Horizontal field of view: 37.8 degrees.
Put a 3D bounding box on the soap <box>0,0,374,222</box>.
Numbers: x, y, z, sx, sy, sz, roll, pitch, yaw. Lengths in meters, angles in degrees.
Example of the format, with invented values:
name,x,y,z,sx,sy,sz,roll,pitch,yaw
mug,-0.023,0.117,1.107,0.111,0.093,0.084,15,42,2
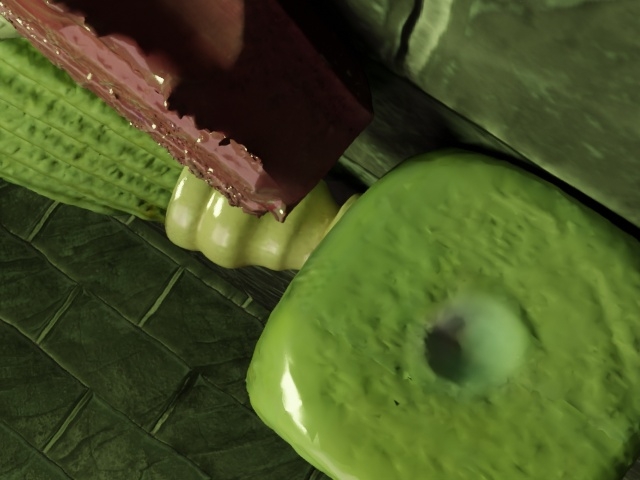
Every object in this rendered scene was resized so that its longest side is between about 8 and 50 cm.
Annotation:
name,x,y,z,sx,sy,sz,roll,pitch,yaw
soap,-0.117,-0.155,0.654,0.325,0.127,0.220,38,169,-9

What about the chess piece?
name,x,y,z,sx,sy,sz,roll,pitch,yaw
chess piece,0.010,-0.002,0.945,0.299,0.167,0.167,28,169,7

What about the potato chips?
name,x,y,z,sx,sy,sz,roll,pitch,yaw
potato chips,-0.283,-0.123,1.134,0.358,0.070,0.429,-14,148,39

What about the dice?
name,x,y,z,sx,sy,sz,roll,pitch,yaw
dice,0.111,0.097,0.706,0.254,0.252,0.250,36,170,13

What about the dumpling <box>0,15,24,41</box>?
name,x,y,z,sx,sy,sz,roll,pitch,yaw
dumpling,-0.299,-0.240,0.838,0.229,0.151,0.124,75,176,-68
